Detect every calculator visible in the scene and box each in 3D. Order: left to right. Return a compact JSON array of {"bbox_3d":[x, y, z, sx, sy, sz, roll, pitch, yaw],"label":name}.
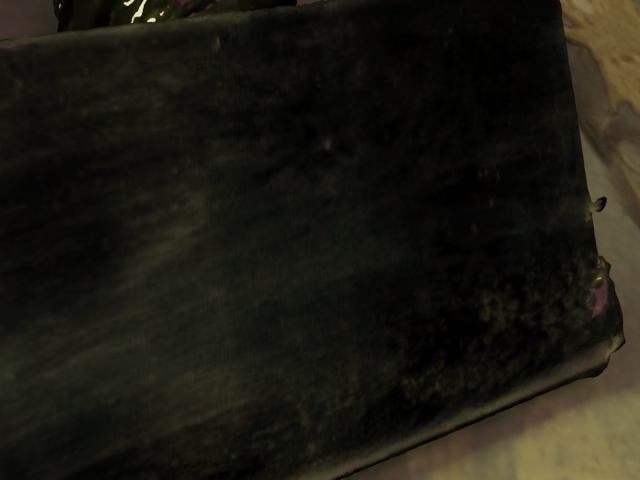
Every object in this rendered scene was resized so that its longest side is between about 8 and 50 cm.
[{"bbox_3d":[0.000,0.000,0.357,0.261,0.021,0.161,-13,97,-33],"label":"calculator"}]

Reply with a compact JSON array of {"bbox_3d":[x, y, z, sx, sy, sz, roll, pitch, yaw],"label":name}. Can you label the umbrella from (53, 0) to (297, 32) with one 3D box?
[{"bbox_3d":[-0.066,-0.162,0.415,0.154,0.128,0.337,26,51,-37],"label":"umbrella"}]
